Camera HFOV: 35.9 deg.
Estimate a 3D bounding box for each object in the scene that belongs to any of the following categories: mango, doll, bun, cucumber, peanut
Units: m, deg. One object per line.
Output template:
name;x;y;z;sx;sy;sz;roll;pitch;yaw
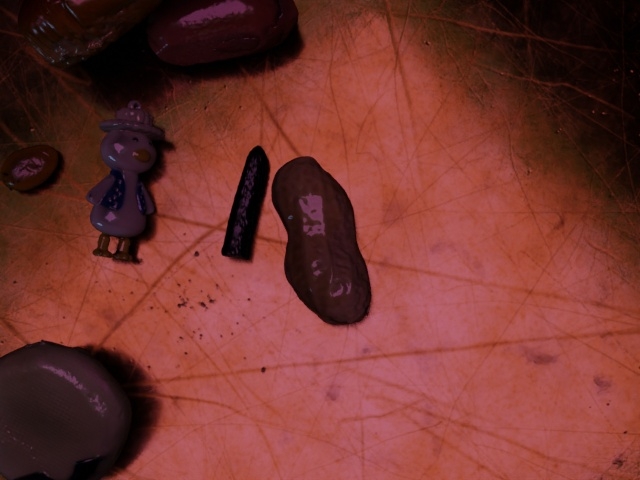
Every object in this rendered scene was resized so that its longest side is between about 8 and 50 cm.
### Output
mango;-0.541;-0.137;1.841;0.114;0.057;0.079;-34;78;-9
doll;-0.355;-0.111;1.795;0.138;0.119;0.293;13;82;-38
bun;-0.460;0.297;1.731;0.283;0.179;0.283;2;104;8
cucumber;-0.135;-0.070;1.805;0.052;0.058;0.215;10;81;11
peanut;0.000;0.000;1.752;0.149;0.149;0.313;-13;82;2

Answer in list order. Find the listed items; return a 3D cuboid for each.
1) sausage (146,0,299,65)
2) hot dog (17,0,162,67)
sausage;-0.179;-0.405;1.803;0.279;0.152;0.152;-10;83;3
hot dog;-0.381;-0.474;1.747;0.365;0.367;0.196;-41;115;7
